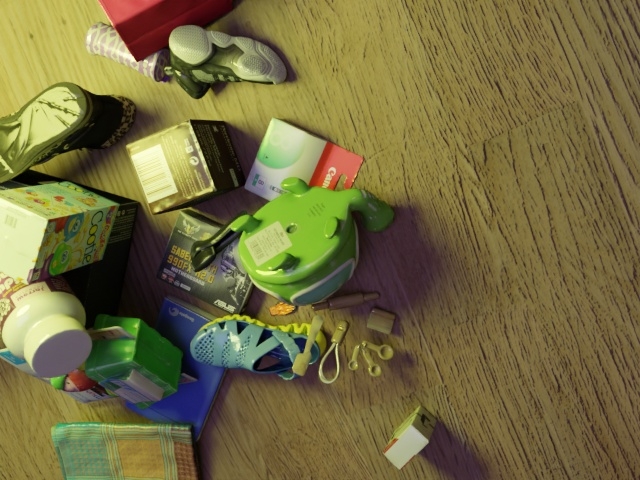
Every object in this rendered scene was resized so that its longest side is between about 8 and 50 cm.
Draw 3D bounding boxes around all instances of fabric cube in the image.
[{"bbox_3d":[-0.363,-0.578,1.530,0.258,0.259,0.254,-31,90,-5],"label":"fabric cube"}]

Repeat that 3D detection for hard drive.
[{"bbox_3d":[-0.346,0.322,1.809,0.210,0.040,0.318,25,104,10],"label":"hard drive"}]

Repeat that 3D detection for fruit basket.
[{"bbox_3d":[-0.520,0.310,1.691,0.353,0.327,0.165,-18,51,15],"label":"fruit basket"}]

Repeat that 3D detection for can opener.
[{"bbox_3d":[-0.228,0.000,1.667,0.186,0.059,0.073,-40,60,6],"label":"can opener"}]

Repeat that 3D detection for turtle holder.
[{"bbox_3d":[-0.018,-0.001,1.589,0.243,0.227,0.320,20,63,35],"label":"turtle holder"}]

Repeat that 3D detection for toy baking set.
[{"bbox_3d":[0.056,0.217,1.623,0.256,0.030,0.196,-5,73,-14],"label":"toy baking set"}]

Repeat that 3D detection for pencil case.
[{"bbox_3d":[-0.454,-0.442,1.699,0.206,0.086,0.088,24,138,12],"label":"pencil case"}]

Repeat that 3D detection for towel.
[{"bbox_3d":[-0.491,0.584,1.845,0.370,0.040,0.271,-1,111,9],"label":"towel"}]

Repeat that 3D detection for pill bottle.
[{"bbox_3d":[-0.600,0.146,1.518,0.301,0.169,0.169,41,108,37],"label":"pill bottle"}]

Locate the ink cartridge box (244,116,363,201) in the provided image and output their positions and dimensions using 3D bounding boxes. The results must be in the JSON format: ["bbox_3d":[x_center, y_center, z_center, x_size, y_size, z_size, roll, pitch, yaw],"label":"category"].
[{"bbox_3d":[-0.041,-0.155,1.652,0.225,0.056,0.181,27,105,10],"label":"ink cartridge box"}]

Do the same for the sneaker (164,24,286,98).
[{"bbox_3d":[-0.220,-0.387,1.639,0.269,0.153,0.101,13,60,-18],"label":"sneaker"}]

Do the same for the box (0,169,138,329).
[{"bbox_3d":[-0.663,0.015,1.773,0.343,0.179,0.312,17,101,12],"label":"box"}]

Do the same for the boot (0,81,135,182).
[{"bbox_3d":[-0.626,-0.240,1.668,0.377,0.284,0.138,-29,91,15],"label":"boot"}]

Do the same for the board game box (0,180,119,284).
[{"bbox_3d":[-0.565,-0.024,1.505,0.144,0.275,0.142,23,104,9],"label":"board game box"}]

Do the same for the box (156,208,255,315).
[{"bbox_3d":[-0.260,0.053,1.738,0.231,0.056,0.183,25,104,9],"label":"box"}]

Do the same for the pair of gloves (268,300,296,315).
[{"bbox_3d":[-0.097,0.138,1.733,0.074,0.010,0.083,-14,94,16],"label":"pair of gloves"}]

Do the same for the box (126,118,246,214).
[{"bbox_3d":[-0.299,-0.169,1.637,0.167,0.203,0.168,-20,93,16],"label":"box"}]

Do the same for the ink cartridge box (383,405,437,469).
[{"bbox_3d":[0.205,0.445,1.638,0.056,0.135,0.099,43,106,8],"label":"ink cartridge box"}]

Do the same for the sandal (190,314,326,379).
[{"bbox_3d":[-0.149,0.254,1.669,0.317,0.138,0.126,-1,114,6],"label":"sandal"}]
